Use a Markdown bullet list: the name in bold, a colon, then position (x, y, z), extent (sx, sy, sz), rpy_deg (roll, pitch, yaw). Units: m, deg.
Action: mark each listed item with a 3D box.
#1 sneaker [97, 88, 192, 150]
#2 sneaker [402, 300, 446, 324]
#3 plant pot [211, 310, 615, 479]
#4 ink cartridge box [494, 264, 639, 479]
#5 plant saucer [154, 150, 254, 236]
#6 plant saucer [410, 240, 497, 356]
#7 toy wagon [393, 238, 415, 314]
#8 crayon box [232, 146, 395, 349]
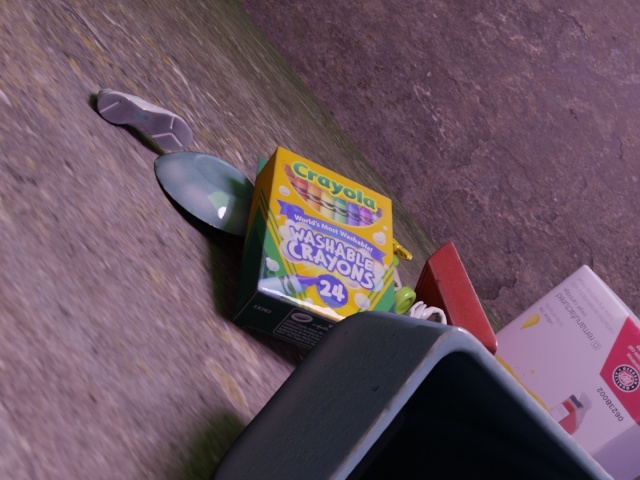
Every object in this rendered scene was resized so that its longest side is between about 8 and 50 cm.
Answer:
- **sneaker**: position (-0.256, -0.184, 1.012), extent (0.152, 0.054, 0.061), rpy_deg (26, 16, -34)
- **sneaker**: position (0.140, 0.171, 1.099), extent (0.108, 0.169, 0.292), rpy_deg (49, 12, 3)
- **plant pot**: position (0.052, 0.210, 0.604), extent (0.247, 0.248, 0.252), rpy_deg (44, -9, -20)
- **ink cartridge box**: position (0.389, 0.277, 1.147), extent (0.160, 0.384, 0.279), rpy_deg (35, 21, -36)
- **plant saucer**: position (-0.152, -0.083, 1.033), extent (0.195, 0.037, 0.195), rpy_deg (31, 23, -15)
- **plant saucer**: position (0.193, 0.174, 1.163), extent (0.047, 0.259, 0.259), rpy_deg (6, 36, -14)
- **toy wagon**: position (0.043, 0.032, 1.185), extent (0.267, 0.068, 0.344), rpy_deg (45, 22, 29)
- **crayon box**: position (0.000, 0.000, 0.979), extent (0.203, 0.083, 0.323), rpy_deg (23, 43, -20)
